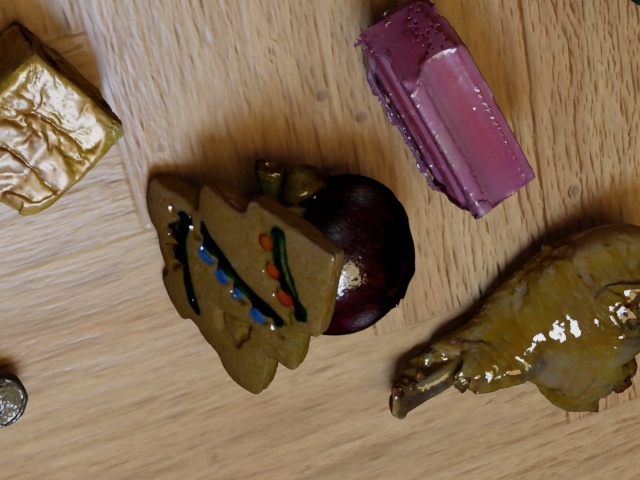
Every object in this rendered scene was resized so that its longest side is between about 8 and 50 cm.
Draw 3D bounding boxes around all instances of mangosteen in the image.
[{"bbox_3d":[0.000,0.000,1.511,0.230,0.194,0.194,36,100,-14],"label":"mangosteen"}]

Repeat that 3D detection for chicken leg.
[{"bbox_3d":[0.284,0.150,1.712,0.409,0.182,0.295,-27,138,-1],"label":"chicken leg"}]

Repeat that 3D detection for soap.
[{"bbox_3d":[0.132,-0.152,1.489,0.099,0.162,0.250,-35,123,-1],"label":"soap"}]

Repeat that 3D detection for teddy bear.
[{"bbox_3d":[-0.419,0.183,1.516,0.160,0.078,0.119,5,79,-15],"label":"teddy bear"}]

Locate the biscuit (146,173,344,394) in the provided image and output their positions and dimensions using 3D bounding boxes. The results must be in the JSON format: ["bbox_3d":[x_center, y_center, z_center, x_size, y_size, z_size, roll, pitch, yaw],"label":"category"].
[{"bbox_3d":[-0.084,0.036,1.452,0.043,0.301,0.278,-32,97,-38],"label":"biscuit"}]

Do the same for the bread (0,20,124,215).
[{"bbox_3d":[-0.304,-0.126,1.353,0.143,0.158,0.149,-43,117,6],"label":"bread"}]

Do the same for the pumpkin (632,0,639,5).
[{"bbox_3d":[0.436,-0.402,1.419,0.292,0.257,0.327,-5,125,-3],"label":"pumpkin"}]
